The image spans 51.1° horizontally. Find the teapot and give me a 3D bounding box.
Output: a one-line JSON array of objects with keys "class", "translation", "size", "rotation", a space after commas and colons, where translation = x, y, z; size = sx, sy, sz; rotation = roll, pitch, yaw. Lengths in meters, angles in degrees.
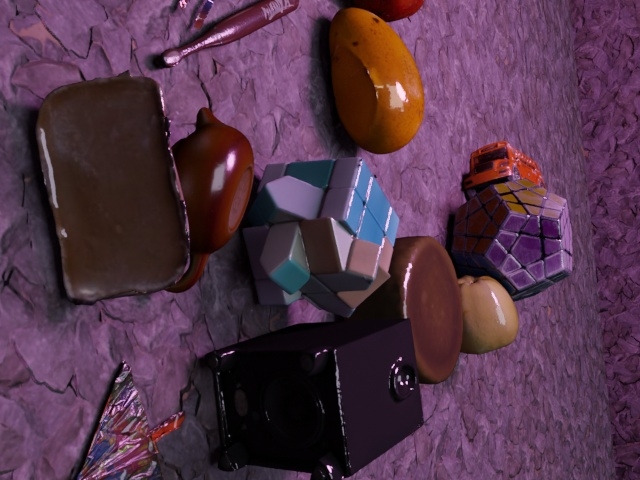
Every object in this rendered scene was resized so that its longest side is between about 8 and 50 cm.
[{"class": "teapot", "translation": [-0.173, -0.055, 0.902], "size": [0.178, 0.135, 0.252], "rotation": [51, 57, -80]}]

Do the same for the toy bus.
[{"class": "toy bus", "translation": [0.517, -0.180, 1.879], "size": [0.329, 0.142, 0.153], "rotation": [10, 68, -53]}]

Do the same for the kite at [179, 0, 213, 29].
[{"class": "kite", "translation": [-0.173, -0.432, 1.031], "size": [0.141, 0.015, 0.245], "rotation": [46, 47, -40]}]

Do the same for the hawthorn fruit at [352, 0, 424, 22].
[{"class": "hawthorn fruit", "translation": [0.149, -0.529, 1.368], "size": [0.235, 0.181, 0.181], "rotation": [42, 53, -45]}]

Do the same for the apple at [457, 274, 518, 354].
[{"class": "apple", "translation": [0.371, 0.180, 1.580], "size": [0.200, 0.200, 0.200], "rotation": [11, 77, -54]}]

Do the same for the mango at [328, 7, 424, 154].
[{"class": "mango", "translation": [0.107, -0.314, 1.304], "size": [0.191, 0.159, 0.291], "rotation": [-25, 97, -47]}]

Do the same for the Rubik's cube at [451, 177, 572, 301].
[{"class": "Rubik's cube", "translation": [0.481, 0.003, 1.677], "size": [0.264, 0.319, 0.319], "rotation": [-46, 126, -19]}]

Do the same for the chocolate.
[{"class": "chocolate", "translation": [-0.237, -0.062, 0.799], "size": [0.083, 0.160, 0.262], "rotation": [-108, -167, -84]}]

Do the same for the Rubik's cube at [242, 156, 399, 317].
[{"class": "Rubik's cube", "translation": [0.000, 0.000, 1.047], "size": [0.265, 0.224, 0.213], "rotation": [50, 48, -47]}]

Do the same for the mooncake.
[{"class": "mooncake", "translation": [0.161, 0.135, 1.310], "size": [0.284, 0.155, 0.285], "rotation": [15, 71, -52]}]

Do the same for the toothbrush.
[{"class": "toothbrush", "translation": [-0.134, -0.336, 1.055], "size": [0.364, 0.040, 0.041], "rotation": [-48, 124, -46]}]

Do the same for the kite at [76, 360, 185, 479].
[{"class": "kite", "translation": [-0.236, 0.270, 0.853], "size": [0.189, 0.009, 0.232], "rotation": [-27, 108, -54]}]

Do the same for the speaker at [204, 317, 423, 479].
[{"class": "speaker", "translation": [-0.004, 0.227, 0.996], "size": [0.254, 0.232, 0.184], "rotation": [-10, 92, -56]}]
